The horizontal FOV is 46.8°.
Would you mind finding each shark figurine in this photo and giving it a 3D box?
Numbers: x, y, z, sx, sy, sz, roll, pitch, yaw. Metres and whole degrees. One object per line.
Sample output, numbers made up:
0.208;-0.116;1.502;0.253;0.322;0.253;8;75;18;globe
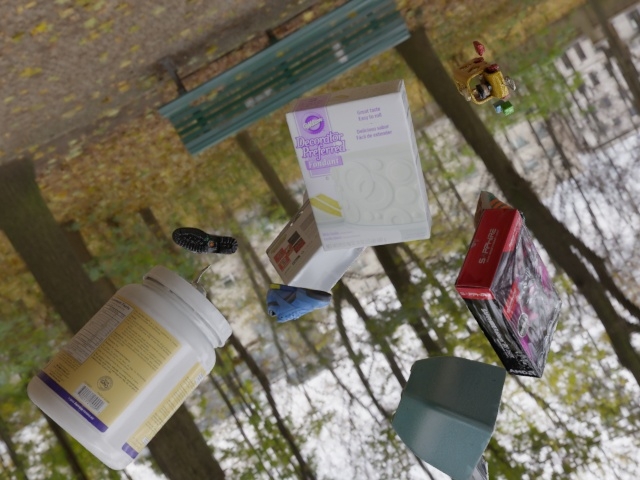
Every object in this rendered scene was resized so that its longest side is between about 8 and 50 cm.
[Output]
-0.286;0.152;1.699;0.166;0.116;0.278;-40;-172;-2;shark figurine

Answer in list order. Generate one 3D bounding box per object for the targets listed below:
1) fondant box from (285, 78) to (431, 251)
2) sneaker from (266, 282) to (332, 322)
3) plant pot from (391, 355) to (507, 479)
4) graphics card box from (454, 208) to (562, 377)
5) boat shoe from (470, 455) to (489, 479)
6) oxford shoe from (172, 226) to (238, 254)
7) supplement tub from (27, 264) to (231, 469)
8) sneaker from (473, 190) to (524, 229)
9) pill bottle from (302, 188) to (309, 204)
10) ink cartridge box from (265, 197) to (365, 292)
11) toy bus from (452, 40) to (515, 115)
0.086;-0.150;1.553;0.238;0.330;0.096;-8;-153;16;fondant box
-0.046;0.135;1.528;0.069;0.082;0.209;14;172;-33;sneaker
0.341;0.466;2.040;0.248;0.252;0.247;-56;162;-51;plant pot
0.450;0.129;1.735;0.094;0.371;0.232;0;-131;37;graphics card box
0.498;0.738;2.401;0.108;0.301;0.102;0;-142;50;boat shoe
-0.403;0.008;2.511;0.227;0.082;0.096;16;173;-30;oxford shoe
-0.352;0.234;1.402;0.331;0.241;0.241;-49;-169;-21;supplement tub
0.526;-0.059;2.168;0.121;0.108;0.302;10;-156;-1;sneaker
0.085;-0.136;2.837;0.283;0.160;0.160;13;151;-42;pill bottle
0.000;0.000;2.246;0.309;0.130;0.272;-49;-151;5;ink cartridge box
0.439;-0.428;2.038;0.104;0.191;0.202;-30;160;3;toy bus
